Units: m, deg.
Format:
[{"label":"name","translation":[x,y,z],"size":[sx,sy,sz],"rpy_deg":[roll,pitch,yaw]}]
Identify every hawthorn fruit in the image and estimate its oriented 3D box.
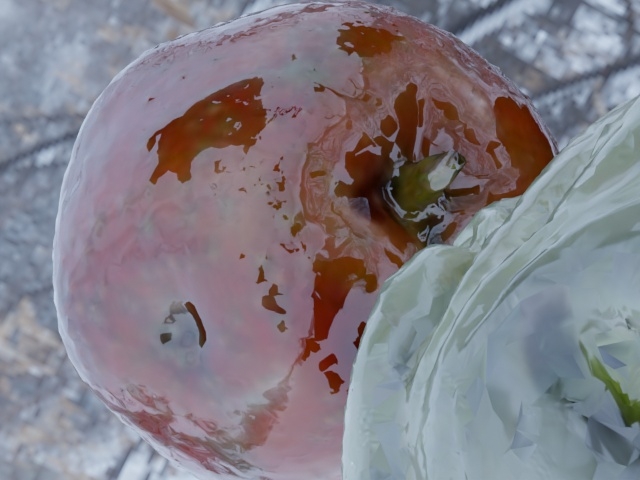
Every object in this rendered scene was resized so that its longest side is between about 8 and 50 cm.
[{"label":"hawthorn fruit","translation":[0.000,0.000,0.926],"size":[0.299,0.275,0.275],"rpy_deg":[-28,-144,60]}]

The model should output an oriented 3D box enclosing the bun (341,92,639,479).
[{"label":"bun","translation":[0.140,0.087,0.497],"size":[0.359,0.211,0.360],"rpy_deg":[-14,-116,31]}]
